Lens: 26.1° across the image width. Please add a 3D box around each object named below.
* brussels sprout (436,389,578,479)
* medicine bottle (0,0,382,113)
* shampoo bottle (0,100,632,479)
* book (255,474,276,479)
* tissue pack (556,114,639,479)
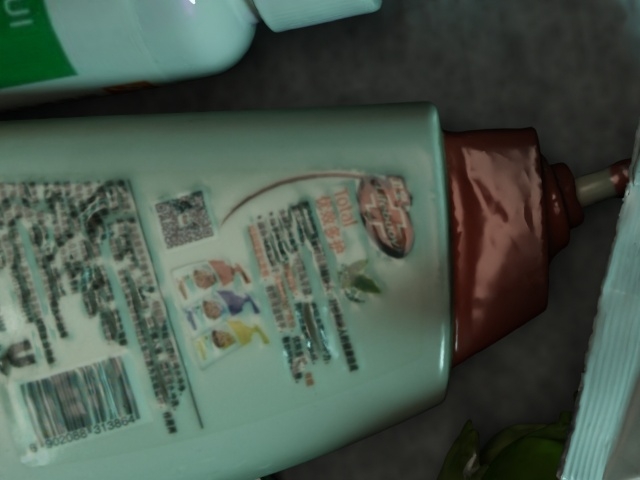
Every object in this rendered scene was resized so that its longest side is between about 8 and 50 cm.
[{"bbox_3d":[0.103,0.131,0.461,0.139,0.100,0.181,9,74,-3],"label":"brussels sprout"},{"bbox_3d":[-0.110,-0.094,0.507,0.260,0.095,0.095,-8,88,11],"label":"medicine bottle"},{"bbox_3d":[0.000,0.000,0.488,0.284,0.071,0.153,-14,91,0],"label":"shampoo bottle"},{"bbox_3d":[-0.078,0.087,0.537,0.103,0.017,0.135,-31,84,8],"label":"book"},{"bbox_3d":[0.173,0.047,0.438,0.193,0.026,0.122,21,73,-10],"label":"tissue pack"}]
